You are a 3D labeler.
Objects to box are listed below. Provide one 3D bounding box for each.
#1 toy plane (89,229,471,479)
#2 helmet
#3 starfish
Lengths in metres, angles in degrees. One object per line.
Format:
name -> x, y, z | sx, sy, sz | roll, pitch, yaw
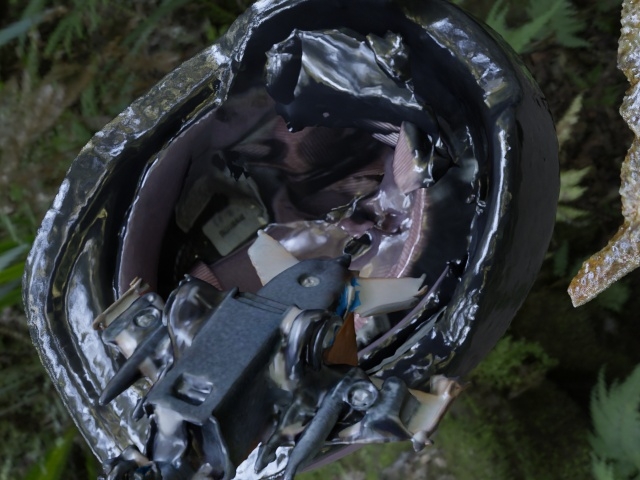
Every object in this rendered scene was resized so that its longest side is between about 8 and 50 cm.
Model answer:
toy plane -> -0.036, 0.056, 0.326 | 0.135, 0.188, 0.062 | 16, 124, 27
helmet -> 0.000, 0.000, 0.490 | 0.253, 0.154, 0.198 | -48, 66, 23
starfish -> 0.421, -0.148, 1.070 | 0.383, 0.132, 0.398 | -8, 76, 30
